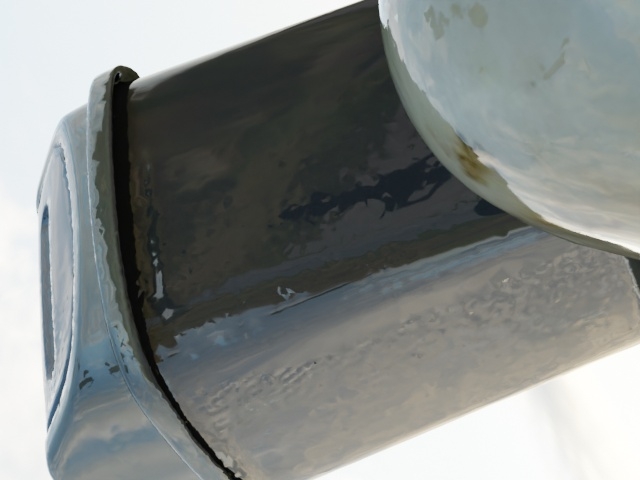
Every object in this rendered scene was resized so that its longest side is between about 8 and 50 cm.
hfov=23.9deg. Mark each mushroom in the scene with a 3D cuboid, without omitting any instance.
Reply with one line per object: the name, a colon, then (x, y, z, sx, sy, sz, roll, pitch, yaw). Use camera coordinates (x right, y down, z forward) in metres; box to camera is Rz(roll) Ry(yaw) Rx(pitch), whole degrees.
mushroom: (0.131, -0.095, 0.500, 0.207, 0.215, 0.207, 24, 175, 2)

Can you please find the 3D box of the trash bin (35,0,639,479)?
trash bin: (0.000, 0.000, 0.718, 0.182, 0.290, 0.209, 56, -163, -46)
